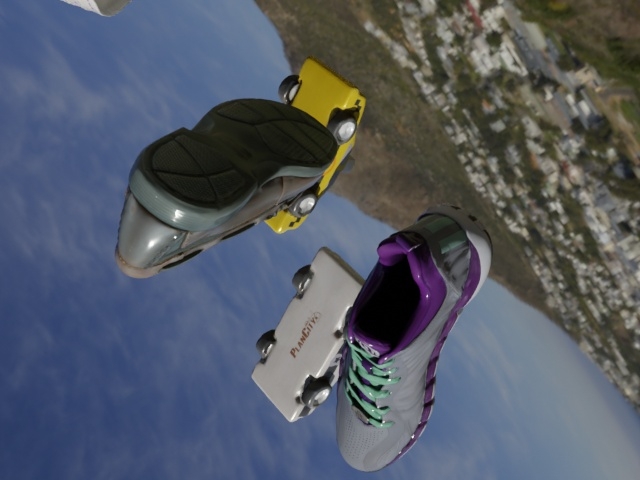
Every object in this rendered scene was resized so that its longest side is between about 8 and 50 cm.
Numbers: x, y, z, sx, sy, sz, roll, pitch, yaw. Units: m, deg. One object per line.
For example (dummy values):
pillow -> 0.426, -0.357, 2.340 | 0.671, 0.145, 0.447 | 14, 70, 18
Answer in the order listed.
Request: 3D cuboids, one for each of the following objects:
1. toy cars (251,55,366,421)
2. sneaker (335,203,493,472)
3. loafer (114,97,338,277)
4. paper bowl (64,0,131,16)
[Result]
toy cars -> 0.000, 0.000, 0.834 | 0.087, 0.176, 0.394 | 1, -96, -49
sneaker -> 0.038, 0.079, 0.519 | 0.083, 0.224, 0.098 | 31, -153, 30
loafer -> -0.072, -0.048, 0.588 | 0.096, 0.084, 0.267 | 40, -152, 7
paper bowl -> -0.131, -0.307, 0.547 | 0.148, 0.284, 0.284 | 19, -159, -8
